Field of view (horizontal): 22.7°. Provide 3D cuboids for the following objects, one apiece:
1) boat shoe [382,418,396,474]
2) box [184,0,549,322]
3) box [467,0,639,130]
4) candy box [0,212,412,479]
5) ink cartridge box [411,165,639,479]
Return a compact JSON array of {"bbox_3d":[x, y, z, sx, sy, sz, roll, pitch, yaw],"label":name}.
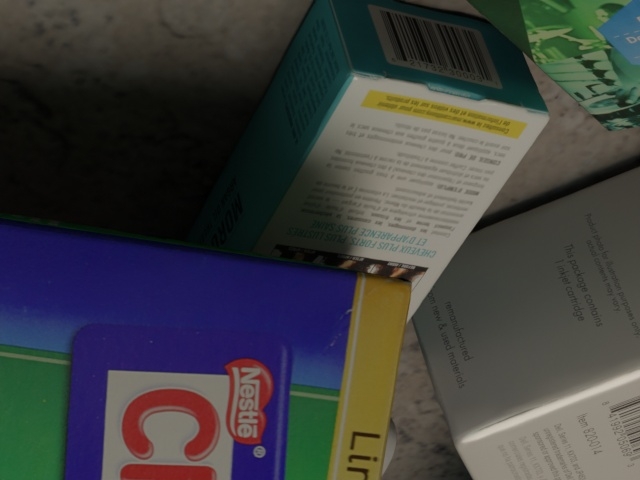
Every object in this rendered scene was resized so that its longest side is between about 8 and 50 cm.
[{"bbox_3d":[-0.018,0.139,0.913,0.142,0.049,0.040,-37,136,26],"label":"boat shoe"},{"bbox_3d":[0.000,0.000,0.748,0.100,0.060,0.244,10,134,-26],"label":"box"},{"bbox_3d":[0.125,-0.151,0.550,0.232,0.058,0.322,-12,147,38],"label":"box"},{"bbox_3d":[-0.143,0.121,0.636,0.317,0.122,0.268,8,91,-9],"label":"candy box"},{"bbox_3d":[0.242,0.042,0.832,0.353,0.119,0.207,-21,141,7],"label":"ink cartridge box"}]
